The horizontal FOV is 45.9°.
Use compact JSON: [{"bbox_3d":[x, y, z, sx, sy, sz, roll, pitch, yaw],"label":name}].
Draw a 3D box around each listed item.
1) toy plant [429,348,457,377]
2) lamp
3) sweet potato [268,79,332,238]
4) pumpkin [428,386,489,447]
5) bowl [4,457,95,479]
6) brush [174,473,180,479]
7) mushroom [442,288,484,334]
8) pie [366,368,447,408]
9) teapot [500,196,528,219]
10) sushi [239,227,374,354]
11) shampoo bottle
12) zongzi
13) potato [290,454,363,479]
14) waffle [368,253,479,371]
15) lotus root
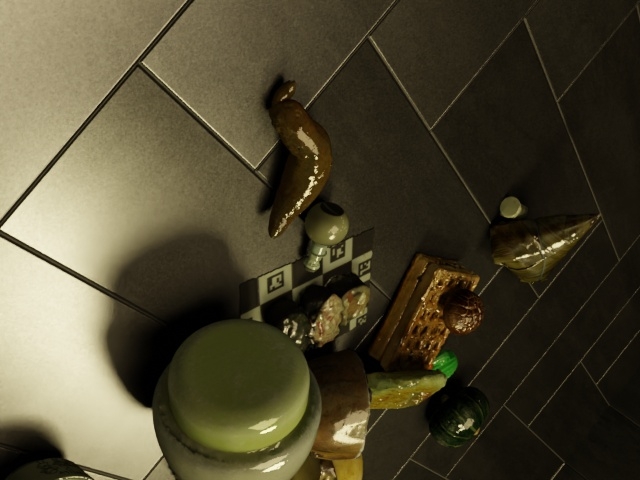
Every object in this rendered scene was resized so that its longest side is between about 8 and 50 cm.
[{"bbox_3d":[0.281,0.391,2.122,0.240,0.088,0.154,-40,154,0],"label":"toy plant"},{"bbox_3d":[0.000,0.000,1.562,0.091,0.091,0.163,-10,133,-40],"label":"lamp"},{"bbox_3d":[-0.037,-0.148,1.405,0.124,0.098,0.310,-7,127,-16],"label":"sweet potato"},{"bbox_3d":[0.424,0.539,2.320,0.212,0.152,0.212,-50,165,-19],"label":"pumpkin"},{"bbox_3d":[-0.518,0.485,1.395,0.211,0.112,0.212,-25,134,-29],"label":"bowl"},{"bbox_3d":[-0.260,0.586,1.754,0.071,0.084,0.301,-41,145,-15],"label":"brush"},{"bbox_3d":[0.362,0.182,1.904,0.126,0.085,0.109,-41,140,-28],"label":"mushroom"},{"bbox_3d":[0.191,0.372,1.925,0.276,0.079,0.277,-10,156,-4],"label":"pie"},{"bbox_3d":[0.520,-0.081,2.031,0.067,0.057,0.083,-28,155,30],"label":"teapot"},{"bbox_3d":[0.004,0.173,1.678,0.373,0.100,0.296,-22,132,-31],"label":"sushi"},{"bbox_3d":[-0.162,0.337,1.467,0.322,0.322,0.317,-22,141,-32],"label":"shampoo bottle"},{"bbox_3d":[0.643,0.013,2.059,0.299,0.139,0.286,-20,152,27],"label":"zongzi"},{"bbox_3d":[0.007,0.589,1.917,0.242,0.242,0.286,-11,116,-39],"label":"potato"},{"bbox_3d":[0.269,0.194,1.958,0.212,0.091,0.308,11,110,-48],"label":"waffle"},{"bbox_3d":[0.004,0.384,1.741,0.191,0.272,0.272,-7,126,-17],"label":"lotus root"}]
